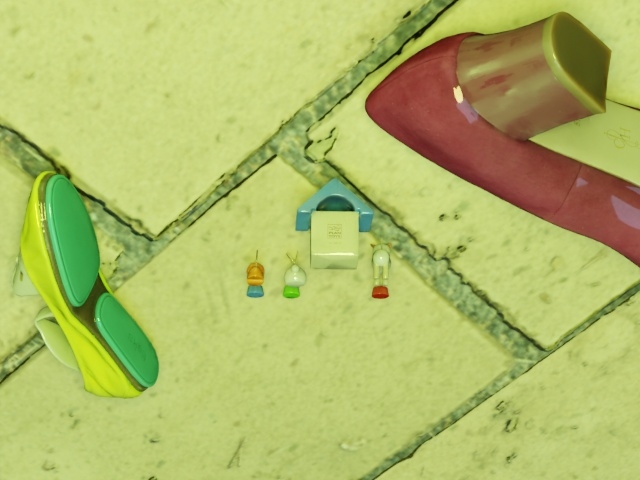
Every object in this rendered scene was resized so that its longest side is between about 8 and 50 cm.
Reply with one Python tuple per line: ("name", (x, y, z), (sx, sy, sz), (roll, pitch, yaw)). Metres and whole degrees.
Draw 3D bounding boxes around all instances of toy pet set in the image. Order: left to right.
("toy pet set", (0.000, 0.000, 1.224), (0.122, 0.065, 0.114), (1, 159, -2))

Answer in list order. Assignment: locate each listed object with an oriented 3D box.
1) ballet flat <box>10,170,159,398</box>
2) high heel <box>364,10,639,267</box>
("ballet flat", (-0.209, 0.046, 1.218), (0.077, 0.077, 0.231), (-7, 128, 20))
("high heel", (0.211, -0.045, 1.198), (0.181, 0.127, 0.377), (-14, 134, 40))
